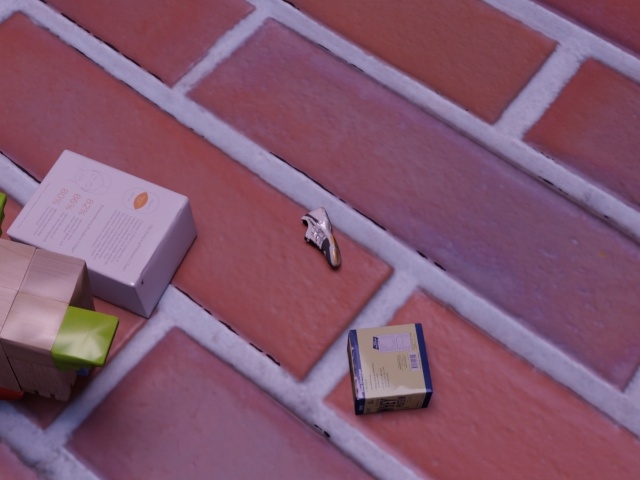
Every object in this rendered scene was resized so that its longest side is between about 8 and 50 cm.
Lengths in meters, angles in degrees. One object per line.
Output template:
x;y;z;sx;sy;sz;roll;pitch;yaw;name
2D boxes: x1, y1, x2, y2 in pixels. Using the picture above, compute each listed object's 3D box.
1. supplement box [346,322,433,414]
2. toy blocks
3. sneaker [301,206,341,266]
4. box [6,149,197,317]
0.076;0.143;0.986;0.083;0.056;0.083;-5;62;-3;supplement box
-0.386;0.086;0.915;0.381;0.261;0.191;13;60;-1;toy blocks
0.000;0.000;1.083;0.036;0.032;0.083;-20;58;4;sneaker
-0.254;-0.008;1.047;0.170;0.091;0.130;22;63;11;box
